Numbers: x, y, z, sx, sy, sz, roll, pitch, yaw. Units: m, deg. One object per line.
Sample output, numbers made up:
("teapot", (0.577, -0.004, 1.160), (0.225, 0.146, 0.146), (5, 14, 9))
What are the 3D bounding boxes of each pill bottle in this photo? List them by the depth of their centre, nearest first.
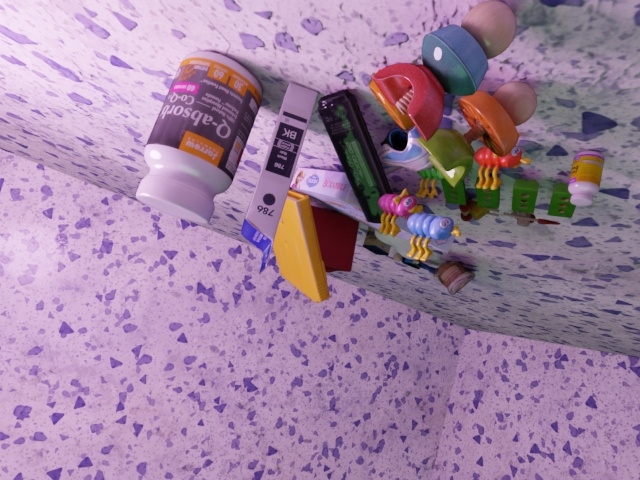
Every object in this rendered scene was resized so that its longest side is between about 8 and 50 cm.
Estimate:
("pill bottle", (0.429, -0.100, 0.678), (0.043, 0.083, 0.043), (17, 167, 4))
("pill bottle", (-0.221, -0.182, 0.767), (0.162, 0.278, 0.162), (16, 168, 3))

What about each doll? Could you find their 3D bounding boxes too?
("doll", (0.386, 0.094, 1.692), (0.189, 0.046, 0.129), (23, 178, 7))

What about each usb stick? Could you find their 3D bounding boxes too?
("usb stick", (0.077, -0.145, 0.788), (0.077, 0.045, 0.278), (-5, 129, 33))

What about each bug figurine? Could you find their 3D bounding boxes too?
("bug figurine", (0.210, -0.087, 0.721), (0.216, 0.279, 0.072), (12, 140, 57))

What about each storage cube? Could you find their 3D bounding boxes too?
("storage cube", (0.000, 0.000, 1.451), (0.193, 0.215, 0.183), (15, 169, -21))

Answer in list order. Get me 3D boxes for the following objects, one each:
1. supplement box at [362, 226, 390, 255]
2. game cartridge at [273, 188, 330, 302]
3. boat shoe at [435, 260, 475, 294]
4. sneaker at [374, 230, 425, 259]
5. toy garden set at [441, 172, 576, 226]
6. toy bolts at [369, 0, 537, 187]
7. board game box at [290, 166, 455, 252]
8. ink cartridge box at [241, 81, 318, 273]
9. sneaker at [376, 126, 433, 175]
("supplement box", (0.200, -0.001, 1.440), (0.056, 0.083, 0.083), (5, 162, 46))
("game cartridge", (-0.079, 0.002, 1.239), (0.052, 0.324, 0.285), (-24, -154, -22))
("boat shoe", (0.501, 0.127, 1.576), (0.116, 0.123, 0.324), (49, -173, 17))
("sneaker", (0.285, -0.001, 1.369), (0.212, 0.080, 0.094), (24, 155, -22))
("toy garden set", (0.393, -0.088, 0.880), (0.244, 0.049, 0.204), (11, 164, 26))
("toy bolts", (0.170, -0.212, 0.553), (0.218, 0.158, 0.228), (56, -165, 22))
("board game box", (0.123, -0.084, 1.061), (0.318, 0.066, 0.318), (24, 180, -29))
("ink cartridge box", (-0.089, -0.107, 0.787), (0.065, 0.333, 0.165), (17, 167, -10))
("sneaker", (0.141, -0.173, 0.812), (0.086, 0.085, 0.237), (56, 161, -15))
